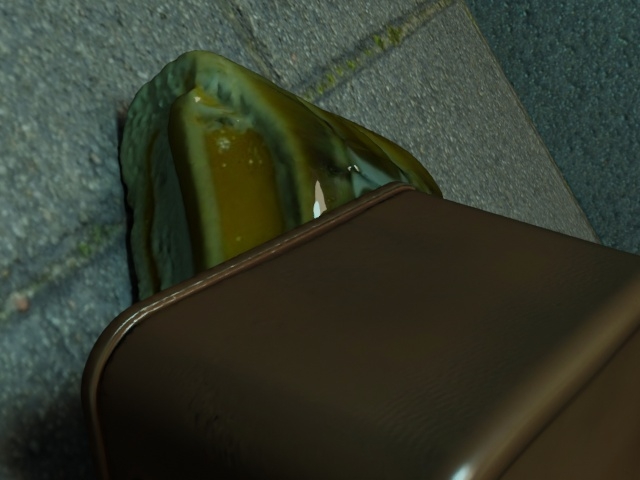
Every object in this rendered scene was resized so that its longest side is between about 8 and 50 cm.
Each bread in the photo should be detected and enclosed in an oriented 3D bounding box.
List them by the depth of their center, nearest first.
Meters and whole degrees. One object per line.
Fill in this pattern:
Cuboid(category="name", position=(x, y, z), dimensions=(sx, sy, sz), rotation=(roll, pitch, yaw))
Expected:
Cuboid(category="bread", position=(0.000, 0.000, 0.780), dimensions=(0.341, 0.210, 0.300), rotation=(23, 51, -48))

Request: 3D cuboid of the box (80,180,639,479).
Cuboid(category="box", position=(0.062, 0.128, 0.544), dimensions=(0.339, 0.229, 0.239), rotation=(-28, 124, -44))
